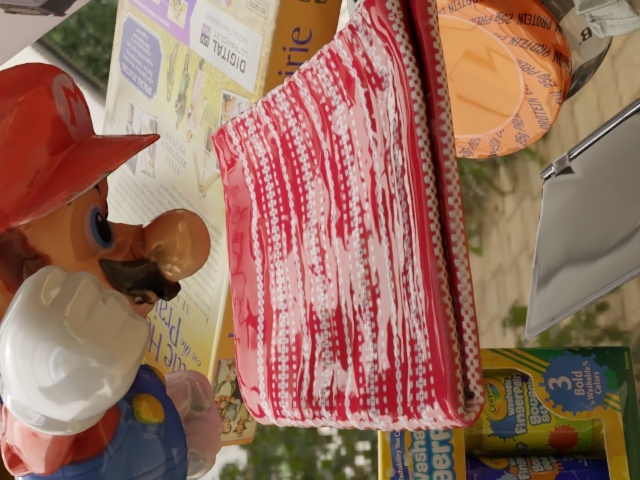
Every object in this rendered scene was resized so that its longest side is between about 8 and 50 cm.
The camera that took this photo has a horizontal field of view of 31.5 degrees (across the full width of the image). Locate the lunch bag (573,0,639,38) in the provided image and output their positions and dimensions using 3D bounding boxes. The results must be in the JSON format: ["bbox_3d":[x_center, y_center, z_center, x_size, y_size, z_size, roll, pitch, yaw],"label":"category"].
[{"bbox_3d":[0.180,-0.287,0.657,0.235,0.169,0.287,51,-126,-23],"label":"lunch bag"}]

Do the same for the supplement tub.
[{"bbox_3d":[0.146,-0.241,0.900,0.207,0.207,0.338,94,-165,-55],"label":"supplement tub"}]

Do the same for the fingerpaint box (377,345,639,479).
[{"bbox_3d":[0.267,0.378,1.592,0.163,0.371,0.445,82,-172,-60],"label":"fingerpaint box"}]

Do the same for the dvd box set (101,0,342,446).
[{"bbox_3d":[-0.109,-0.079,0.977,0.307,0.062,0.420,41,126,51],"label":"dvd box set"}]

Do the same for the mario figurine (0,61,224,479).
[{"bbox_3d":[-0.083,0.075,0.519,0.198,0.170,0.320,1,108,50],"label":"mario figurine"}]

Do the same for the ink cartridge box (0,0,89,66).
[{"bbox_3d":[-0.171,-0.210,0.559,0.226,0.306,0.131,-3,-114,-60],"label":"ink cartridge box"}]

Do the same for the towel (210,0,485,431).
[{"bbox_3d":[0.000,0.000,0.591,0.275,0.031,0.199,158,107,-68],"label":"towel"}]

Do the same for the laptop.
[{"bbox_3d":[0.470,-0.077,1.390,0.382,0.408,0.236,-40,62,49],"label":"laptop"}]

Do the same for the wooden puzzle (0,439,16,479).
[{"bbox_3d":[-0.319,0.222,1.132,0.348,0.080,0.322,-157,51,-73],"label":"wooden puzzle"}]
